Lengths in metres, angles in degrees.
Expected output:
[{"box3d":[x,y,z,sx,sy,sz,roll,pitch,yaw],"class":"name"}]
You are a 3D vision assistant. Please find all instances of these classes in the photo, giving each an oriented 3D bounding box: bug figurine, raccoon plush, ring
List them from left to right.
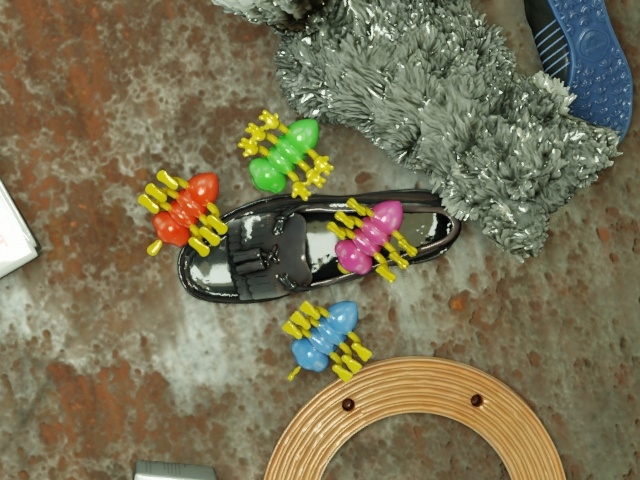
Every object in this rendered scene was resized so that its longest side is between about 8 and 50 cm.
[{"box3d":[-0.032,0.000,1.664,0.279,0.072,0.216,43,108,-5],"class":"bug figurine"},{"box3d":[0.081,-0.123,1.598,0.299,0.446,0.216,47,119,24],"class":"raccoon plush"},{"box3d":[0.100,0.291,1.784,0.336,0.032,0.337,0,90,-5],"class":"ring"}]

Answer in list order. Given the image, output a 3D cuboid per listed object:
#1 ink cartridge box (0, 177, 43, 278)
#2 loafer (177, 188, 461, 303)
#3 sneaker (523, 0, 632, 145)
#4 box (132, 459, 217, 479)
[{"box3d":[-0.445,-0.003,1.687,0.272,0.115,0.198,-30,93,-5],"class":"ink cartridge box"},{"box3d":[0.000,0.000,1.743,0.302,0.095,0.109,-11,92,-6],"class":"loafer"},{"box3d":[0.272,-0.208,1.790,0.081,0.090,0.232,-18,112,-7],"class":"sneaker"},{"box3d":[-0.153,0.284,1.721,0.087,0.101,0.102,5,90,-6],"class":"box"}]
